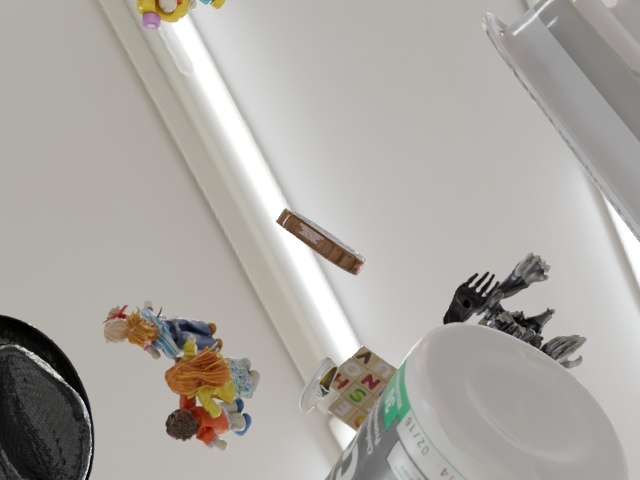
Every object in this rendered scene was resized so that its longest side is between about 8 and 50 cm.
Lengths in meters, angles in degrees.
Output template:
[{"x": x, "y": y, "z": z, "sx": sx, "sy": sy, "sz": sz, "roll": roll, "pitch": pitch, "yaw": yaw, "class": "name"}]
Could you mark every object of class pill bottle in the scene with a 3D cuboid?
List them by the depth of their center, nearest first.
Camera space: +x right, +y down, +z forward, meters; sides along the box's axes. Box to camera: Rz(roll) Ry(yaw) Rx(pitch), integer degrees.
[{"x": 0.097, "y": 0.271, "z": 0.654, "sx": 0.204, "sy": 0.361, "sz": 0.204, "roll": 20, "pitch": -150, "yaw": -12, "class": "pill bottle"}]

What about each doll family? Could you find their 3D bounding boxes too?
[{"x": -0.180, "y": 0.147, "z": 0.909, "sx": 0.118, "sy": 0.263, "sz": 0.163, "roll": -52, "pitch": -29, "yaw": 13, "class": "doll family"}]

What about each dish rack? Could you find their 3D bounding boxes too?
[{"x": 0.253, "y": -0.022, "z": 0.424, "sx": 0.333, "sy": 0.072, "sz": 0.285, "roll": 8, "pitch": -131, "yaw": -50, "class": "dish rack"}]

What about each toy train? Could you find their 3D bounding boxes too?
[{"x": -0.160, "y": -0.291, "z": 0.717, "sx": 0.166, "sy": 0.046, "sz": 0.125, "roll": -27, "pitch": -83, "yaw": -36, "class": "toy train"}]

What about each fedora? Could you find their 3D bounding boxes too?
[{"x": -0.409, "y": 0.252, "z": 0.921, "sx": 0.334, "sy": 0.152, "sz": 0.334, "roll": 21, "pitch": -118, "yaw": -45, "class": "fedora"}]

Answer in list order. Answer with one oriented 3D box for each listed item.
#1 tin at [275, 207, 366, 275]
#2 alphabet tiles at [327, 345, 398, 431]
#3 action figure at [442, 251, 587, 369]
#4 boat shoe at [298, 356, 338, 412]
[{"x": 0.000, "y": 0.000, "z": 1.250, "sx": 0.040, "sy": 0.190, "sz": 0.106, "roll": -59, "pitch": -26, "yaw": 9, "class": "tin"}, {"x": 0.132, "y": 0.273, "z": 1.164, "sx": 0.198, "sy": 0.237, "sz": 0.009, "roll": -34, "pitch": -33, "yaw": -42, "class": "alphabet tiles"}, {"x": 0.272, "y": 0.114, "z": 0.926, "sx": 0.276, "sy": 0.141, "sz": 0.164, "roll": 12, "pitch": -134, "yaw": -59, "class": "action figure"}, {"x": -0.001, "y": 0.243, "z": 1.137, "sx": 0.035, "sy": 0.035, "sz": 0.100, "roll": 31, "pitch": -90, "yaw": -37, "class": "boat shoe"}]
